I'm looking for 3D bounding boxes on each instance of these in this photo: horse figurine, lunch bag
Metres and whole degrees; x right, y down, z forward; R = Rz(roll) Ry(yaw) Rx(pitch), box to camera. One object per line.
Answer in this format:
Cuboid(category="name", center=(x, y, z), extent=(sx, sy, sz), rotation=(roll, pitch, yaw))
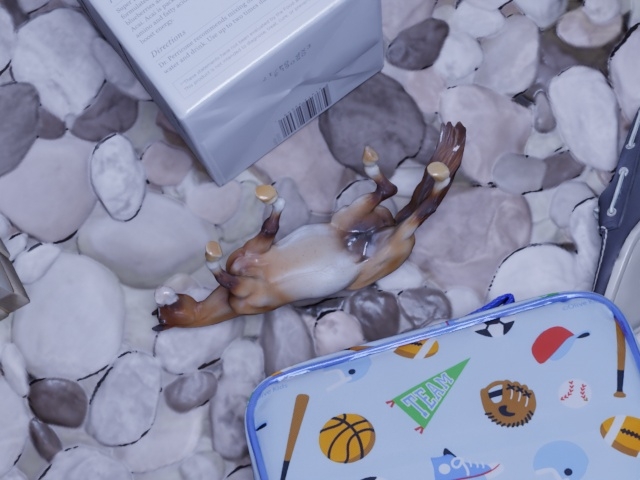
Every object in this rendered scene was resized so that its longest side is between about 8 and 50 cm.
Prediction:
Cuboid(category="horse figurine", center=(0.000, 0.000, 0.833), extent=(0.263, 0.174, 0.066), rotation=(-22, 67, -16))
Cuboid(category="lunch bag", center=(0.106, 0.163, 0.778), extent=(0.303, 0.115, 0.243), rotation=(-14, 52, -2))

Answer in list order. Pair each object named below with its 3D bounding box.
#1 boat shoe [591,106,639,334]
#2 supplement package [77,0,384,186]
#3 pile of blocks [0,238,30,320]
Cuboid(category="boat shoe", center=(0.251, -0.021, 0.871), extent=(0.065, 0.075, 0.206), rotation=(15, 80, 51))
Cuboid(category="supplement package", center=(-0.106, -0.224, 0.871), extent=(0.177, 0.175, 0.293), rotation=(-36, 77, -4))
Cuboid(category="pile of blocks", center=(-0.324, 0.140, 0.827), extent=(0.149, 0.112, 0.362), rotation=(7, 76, 5))
